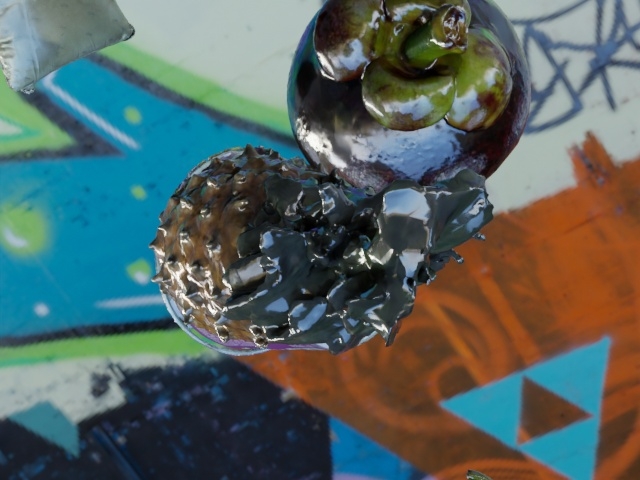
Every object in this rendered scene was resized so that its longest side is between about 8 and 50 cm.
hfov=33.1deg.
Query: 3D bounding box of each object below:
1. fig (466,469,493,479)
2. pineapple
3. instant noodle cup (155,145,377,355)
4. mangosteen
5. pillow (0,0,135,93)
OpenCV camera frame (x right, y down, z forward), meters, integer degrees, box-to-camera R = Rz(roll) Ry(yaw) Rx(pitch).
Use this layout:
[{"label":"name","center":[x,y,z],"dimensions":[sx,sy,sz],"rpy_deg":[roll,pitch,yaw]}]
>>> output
[{"label":"fig","center":[0.125,0.227,0.783],"dimensions":[0.082,0.084,0.098],"rpy_deg":[112,3,-69]},{"label":"pineapple","center":[0.000,0.000,0.703],"dimensions":[0.170,0.141,0.310],"rpy_deg":[-27,-169,-24]},{"label":"instant noodle cup","center":[-0.042,0.020,1.606],"dimensions":[0.340,0.340,0.266],"rpy_deg":[-42,-157,-25]},{"label":"mangosteen","center":[0.089,-0.183,1.263],"dimensions":[0.296,0.297,0.313],"rpy_deg":[-10,163,37]},{"label":"pillow","center":[-0.366,-0.351,1.351],"dimensions":[0.184,0.303,0.075],"rpy_deg":[-29,-152,-18]}]
